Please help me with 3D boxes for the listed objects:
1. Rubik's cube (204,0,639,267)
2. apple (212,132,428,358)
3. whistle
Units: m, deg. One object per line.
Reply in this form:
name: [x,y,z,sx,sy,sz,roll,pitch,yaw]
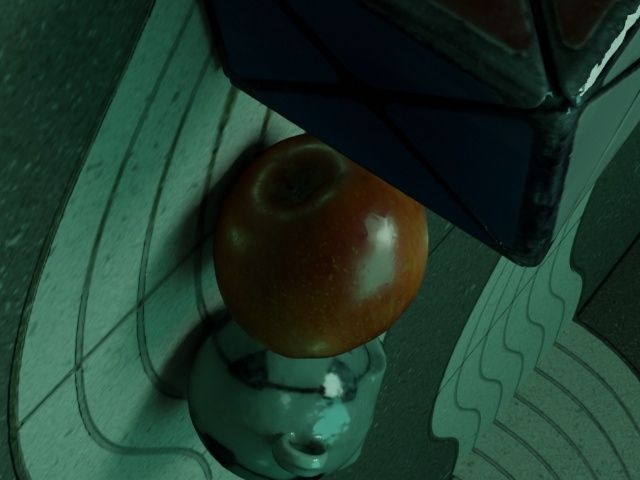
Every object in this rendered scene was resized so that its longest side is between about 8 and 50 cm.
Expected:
Rubik's cube: [0.095,-0.179,1.019,0.255,0.259,0.260,-52,167,-15]
apple: [0.000,0.000,1.250,0.163,0.163,0.139,-49,149,-27]
whistle: [-0.034,0.103,1.417,0.163,0.163,0.290,-63,-160,20]
